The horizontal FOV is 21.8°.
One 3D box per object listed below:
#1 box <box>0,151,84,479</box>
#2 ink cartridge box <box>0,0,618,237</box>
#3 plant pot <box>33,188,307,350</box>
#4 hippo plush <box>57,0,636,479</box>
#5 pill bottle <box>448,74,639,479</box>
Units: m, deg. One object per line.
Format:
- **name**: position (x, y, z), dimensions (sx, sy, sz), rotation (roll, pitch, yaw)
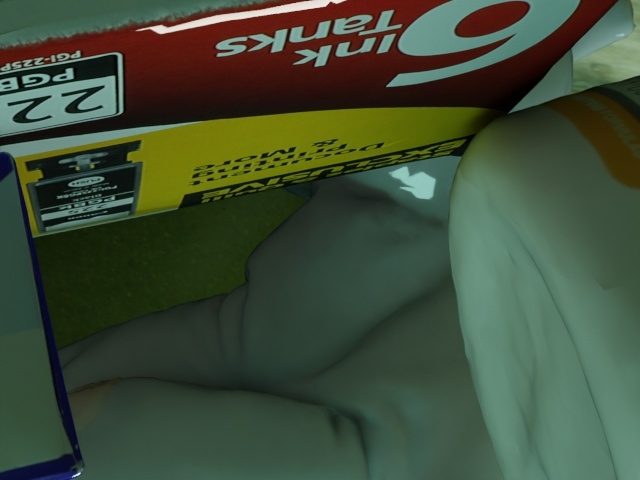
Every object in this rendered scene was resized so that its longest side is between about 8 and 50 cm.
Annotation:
- **box**: position (-0.128, 0.038, 0.389), dimensions (0.126, 0.072, 0.137), rotation (-12, 172, -13)
- **ink cartridge box**: position (-0.105, -0.066, 0.436), dimensions (0.309, 0.130, 0.272), rotation (-11, 172, -8)
- **plant pot**: position (-0.110, 0.060, 0.905), dimensions (0.276, 0.254, 0.276), rotation (25, 138, 25)
- **hippo plush**: position (0.000, 0.000, 0.627), dimensions (0.234, 0.236, 0.294), rotation (0, -178, -25)
- **pill bottle**: position (0.188, 0.010, 0.458), dimensions (0.278, 0.162, 0.162), rotation (-15, 171, -8)
